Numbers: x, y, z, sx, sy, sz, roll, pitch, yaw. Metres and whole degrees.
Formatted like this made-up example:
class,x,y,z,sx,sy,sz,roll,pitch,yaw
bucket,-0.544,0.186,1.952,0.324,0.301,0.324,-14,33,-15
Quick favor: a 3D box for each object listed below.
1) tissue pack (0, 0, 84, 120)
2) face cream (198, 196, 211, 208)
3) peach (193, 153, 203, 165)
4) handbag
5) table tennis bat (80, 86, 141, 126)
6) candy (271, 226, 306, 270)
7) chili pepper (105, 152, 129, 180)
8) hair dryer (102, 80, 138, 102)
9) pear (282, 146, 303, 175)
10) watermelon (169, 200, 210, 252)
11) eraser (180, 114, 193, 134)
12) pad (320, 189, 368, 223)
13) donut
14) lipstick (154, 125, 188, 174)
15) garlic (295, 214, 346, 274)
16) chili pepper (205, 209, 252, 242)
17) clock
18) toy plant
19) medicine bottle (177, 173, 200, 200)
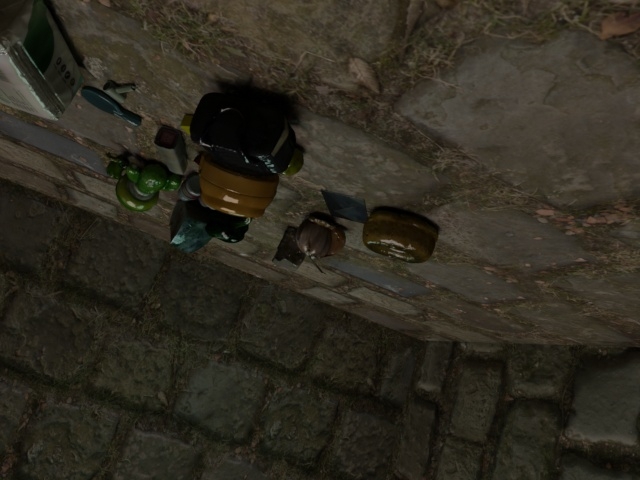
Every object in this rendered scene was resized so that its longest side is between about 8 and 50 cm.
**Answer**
class,x,y,z,sx,sy,sz,roll,pitch,yaw
tissue pack,-0.803,-0.494,1.256,0.266,0.194,0.356,21,163,-3
face cream,-0.409,-0.172,2.080,0.311,0.092,0.092,7,160,41
peach,-0.410,-0.278,1.786,0.083,0.050,0.077,39,180,-28
handbag,-0.194,-0.284,1.288,0.254,0.181,0.181,16,172,12
table tennis bat,-0.682,-0.433,1.622,0.201,0.033,0.124,28,164,-21
candy,-0.138,0.049,2.340,0.137,0.185,0.195,25,164,-6
chili pepper,-0.873,-0.324,2.132,0.085,0.076,0.359,46,159,-15
hair dryer,-0.579,-0.444,1.470,0.124,0.038,0.063,1,159,29
pear,-0.090,-0.241,1.490,0.092,0.092,0.097,18,-154,2
watermelon,-0.649,-0.089,2.471,0.258,0.228,0.387,48,-169,9
eraser,-0.350,-0.340,1.523,0.122,0.045,0.097,9,162,28
pad,0.095,-0.118,1.828,0.163,0.004,0.243,15,163,15
donut,0.276,-0.013,1.743,0.261,0.128,0.208,14,163,11
lipstick,-0.520,-0.311,1.760,0.077,0.079,0.253,18,166,-2
garlic,0.000,0.000,2.000,0.207,0.257,0.207,-3,126,-4
chili pepper,-0.415,-0.073,2.298,0.261,0.165,0.174,1,145,43
clock,-0.251,-0.172,1.508,0.244,0.200,0.317,11,-164,-15
toy plant,-0.748,-0.249,2.132,0.224,0.185,0.315,22,150,-36
medicine bottle,-0.541,-0.215,2.083,0.090,0.091,0.216,26,163,-23
